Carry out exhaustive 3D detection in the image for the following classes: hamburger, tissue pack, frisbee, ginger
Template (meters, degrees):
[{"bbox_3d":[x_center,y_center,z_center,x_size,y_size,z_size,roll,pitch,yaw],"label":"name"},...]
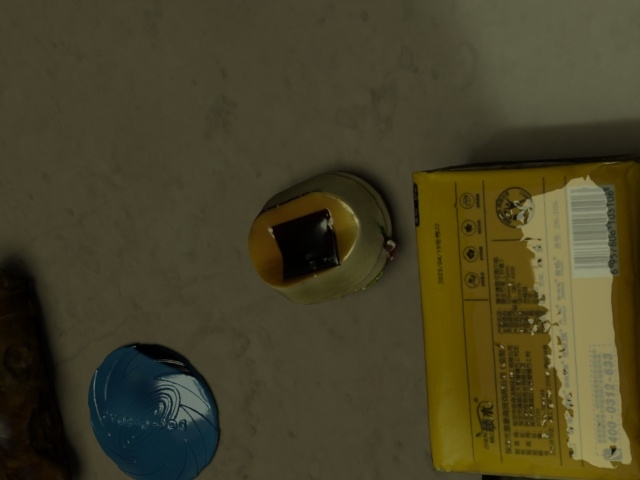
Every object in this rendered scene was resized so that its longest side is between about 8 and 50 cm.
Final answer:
[{"bbox_3d":[0.000,0.000,1.701,0.210,0.116,0.173,-24,84,32],"label":"hamburger"},{"bbox_3d":[0.285,0.087,1.505,0.293,0.228,0.382,-2,94,27],"label":"tissue pack"},{"bbox_3d":[-0.274,0.283,1.933,0.242,0.045,0.242,6,105,22],"label":"frisbee"},{"bbox_3d":[-0.553,0.241,1.979,0.254,0.176,0.418,-3,107,19],"label":"ginger"}]

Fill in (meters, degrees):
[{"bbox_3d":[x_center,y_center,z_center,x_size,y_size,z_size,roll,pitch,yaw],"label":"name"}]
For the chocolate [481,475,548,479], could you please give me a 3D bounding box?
[{"bbox_3d":[0.335,0.446,1.547,0.297,0.314,0.326,7,116,12],"label":"chocolate"}]
